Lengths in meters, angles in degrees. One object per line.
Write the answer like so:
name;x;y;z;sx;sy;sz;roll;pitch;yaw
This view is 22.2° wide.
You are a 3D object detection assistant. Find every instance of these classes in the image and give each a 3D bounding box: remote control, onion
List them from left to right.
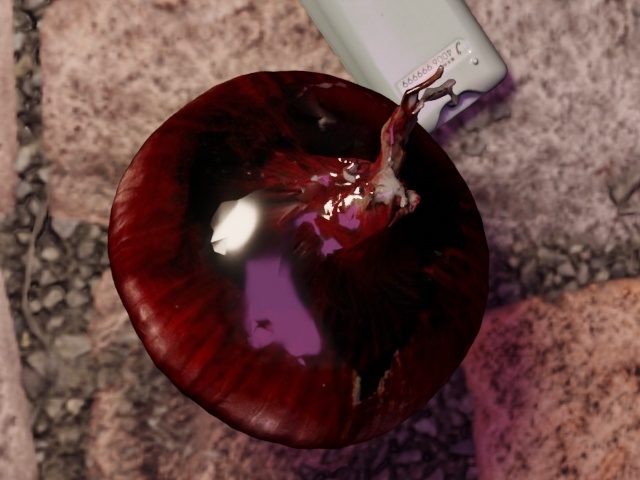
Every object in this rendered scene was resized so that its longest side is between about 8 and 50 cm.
onion;0.000;0.000;1.115;0.273;0.285;0.273;10;64;-22
remote control;0.024;-0.209;1.189;0.103;0.051;0.293;-36;106;-3
